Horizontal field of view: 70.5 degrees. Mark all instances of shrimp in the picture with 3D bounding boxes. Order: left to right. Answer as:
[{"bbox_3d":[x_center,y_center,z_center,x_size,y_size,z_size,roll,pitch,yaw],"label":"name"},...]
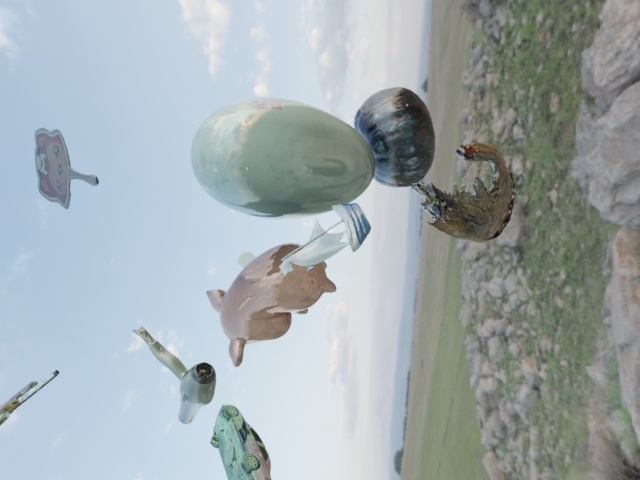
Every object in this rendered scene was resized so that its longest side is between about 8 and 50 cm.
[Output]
[{"bbox_3d":[0.249,-0.084,0.734,0.253,0.058,0.173,20,-92,-40],"label":"shrimp"}]

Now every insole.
[{"bbox_3d":[-0.129,0.069,1.032,0.053,0.152,0.002,-48,-28,-18],"label":"insole"}]

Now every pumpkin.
[{"bbox_3d":[0.171,-0.236,1.049,0.233,0.162,0.233,161,90,-89],"label":"pumpkin"}]

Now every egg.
[{"bbox_3d":[-0.062,-0.155,0.881,0.230,0.370,0.230,3,93,64],"label":"egg"}]

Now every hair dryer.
[{"bbox_3d":[-0.380,0.365,1.178,0.092,0.267,0.229,-33,-42,-50],"label":"hair dryer"}]

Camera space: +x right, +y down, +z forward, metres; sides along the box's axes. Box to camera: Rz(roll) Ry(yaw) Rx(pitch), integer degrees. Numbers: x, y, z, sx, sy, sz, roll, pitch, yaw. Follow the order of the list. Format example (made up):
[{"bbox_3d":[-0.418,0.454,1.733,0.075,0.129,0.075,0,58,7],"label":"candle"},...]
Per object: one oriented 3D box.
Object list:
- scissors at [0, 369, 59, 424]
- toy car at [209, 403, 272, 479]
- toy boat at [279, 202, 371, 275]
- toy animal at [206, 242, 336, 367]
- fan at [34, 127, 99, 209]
[{"bbox_3d":[-0.451,0.244,0.641,0.020,0.133,0.187,59,-166,-10],"label":"scissors"},{"bbox_3d":[-0.156,0.429,0.912,0.224,0.076,0.090,43,117,53],"label":"toy car"},{"bbox_3d":[0.009,0.001,0.642,0.149,0.105,0.034,-42,-52,-12],"label":"toy boat"},{"bbox_3d":[-0.099,0.110,0.886,0.154,0.250,0.166,36,-160,-37],"label":"toy animal"},{"bbox_3d":[-0.420,-0.114,0.739,0.009,0.219,0.132,-17,-62,-50],"label":"fan"}]
